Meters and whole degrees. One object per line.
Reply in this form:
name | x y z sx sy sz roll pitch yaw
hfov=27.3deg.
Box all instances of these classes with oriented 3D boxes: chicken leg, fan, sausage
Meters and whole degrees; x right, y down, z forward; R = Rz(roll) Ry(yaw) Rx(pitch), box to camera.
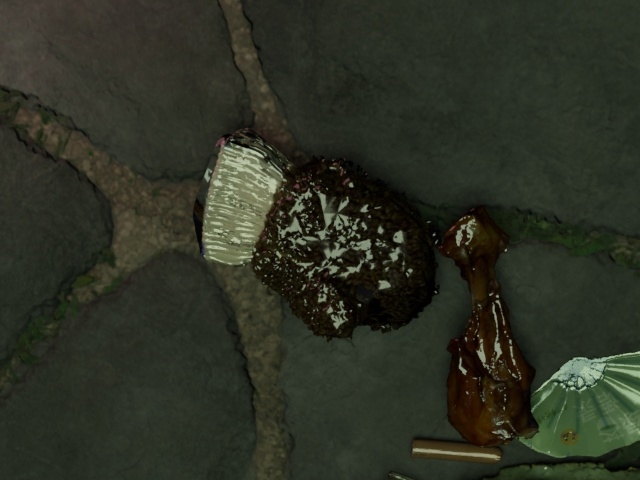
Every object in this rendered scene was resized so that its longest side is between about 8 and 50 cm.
chicken leg | 0.199 0.104 1.582 0.113 0.093 0.304 -7 104 -2
fan | 0.344 0.201 1.628 0.240 0.009 0.131 -26 99 13
sausage | 0.172 0.267 1.659 0.116 0.026 0.026 4 102 8

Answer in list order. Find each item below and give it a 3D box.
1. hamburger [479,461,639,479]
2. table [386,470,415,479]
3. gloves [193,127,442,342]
hamburger | 0.303 0.429 1.586 0.318 0.195 0.277 0 104 12
table | 0.098 0.348 1.657 0.062 0.083 0.079 21 103 5
gloves | -0.001 0.003 1.576 0.312 0.135 0.210 19 95 2
